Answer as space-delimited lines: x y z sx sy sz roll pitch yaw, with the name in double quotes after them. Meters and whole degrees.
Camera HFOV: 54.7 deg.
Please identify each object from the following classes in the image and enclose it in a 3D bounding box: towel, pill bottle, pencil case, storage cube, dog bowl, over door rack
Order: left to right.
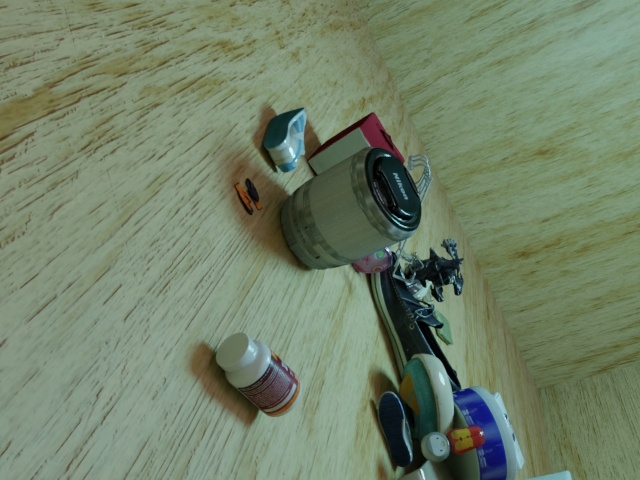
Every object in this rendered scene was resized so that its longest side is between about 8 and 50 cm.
-0.102 0.221 1.027 0.152 0.086 0.086 52 26 -36 "pill bottle"
0.105 -0.226 1.778 0.183 0.215 0.193 55 25 -11 "storage cube"
0.152 -0.030 1.824 0.124 0.124 0.284 55 24 -31 "pencil case"
0.233 -0.070 1.717 0.239 0.108 0.324 -58 156 -73 "over door rack"
0.467 0.333 2.358 0.148 0.027 0.110 41 35 -52 "towel"
0.405 0.528 1.642 0.265 0.104 0.264 170 -90 -78 "dog bowl"

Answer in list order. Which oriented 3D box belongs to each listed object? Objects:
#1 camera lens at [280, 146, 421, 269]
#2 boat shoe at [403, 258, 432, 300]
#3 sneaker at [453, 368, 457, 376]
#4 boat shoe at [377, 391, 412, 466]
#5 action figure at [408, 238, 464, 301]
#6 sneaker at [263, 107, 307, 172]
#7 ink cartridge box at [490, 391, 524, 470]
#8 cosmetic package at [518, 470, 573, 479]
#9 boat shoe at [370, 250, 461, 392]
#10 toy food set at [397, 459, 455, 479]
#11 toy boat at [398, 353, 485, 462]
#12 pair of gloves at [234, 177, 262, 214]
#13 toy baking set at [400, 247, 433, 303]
0.073 -0.069 1.409 0.219 0.274 0.219 29 48 -38 "camera lens"
0.335 0.121 2.131 0.092 0.103 0.285 63 33 -12 "boat shoe"
0.391 0.463 1.948 0.267 0.106 0.101 48 28 -45 "sneaker"
0.185 0.459 1.529 0.066 0.066 0.183 -5 84 -73 "boat shoe"
0.348 0.082 1.848 0.275 0.164 0.140 53 16 -58 "action figure"
-0.080 -0.258 1.556 0.092 0.088 0.228 63 28 -32 "sneaker"
0.545 0.645 2.048 0.100 0.172 0.237 5 66 -66 "ink cartridge box"
0.567 0.881 1.665 0.394 0.328 0.329 -11 80 -68 "cosmetic package"
0.278 0.243 1.822 0.187 0.156 0.499 18 51 -62 "boat shoe"
0.288 0.662 1.559 0.219 0.092 0.306 66 17 14 "toy food set"
0.274 0.435 1.553 0.318 0.148 0.267 -134 -145 -70 "toy boat"
-0.150 -0.095 1.317 0.074 0.010 0.083 65 21 -7 "pair of gloves"
0.370 0.125 2.320 0.256 0.030 0.197 65 22 -8 "toy baking set"
